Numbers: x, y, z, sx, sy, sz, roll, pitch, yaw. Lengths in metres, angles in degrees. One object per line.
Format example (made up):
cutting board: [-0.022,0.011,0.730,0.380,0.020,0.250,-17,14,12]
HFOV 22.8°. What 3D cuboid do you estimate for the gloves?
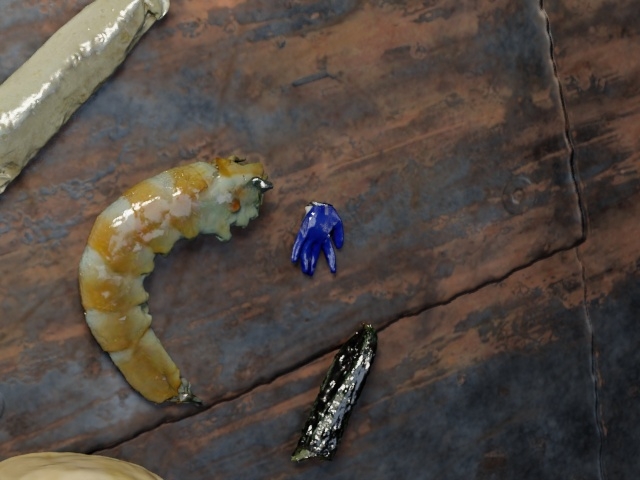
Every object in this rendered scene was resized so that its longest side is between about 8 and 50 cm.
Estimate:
gloves: [0.000,0.000,1.807,0.064,0.026,0.086,13,94,-31]

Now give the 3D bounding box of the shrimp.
shrimp: [-0.170,0.040,1.702,0.185,0.068,0.287,10,97,-27]

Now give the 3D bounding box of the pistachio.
pistachio: [-0.262,0.296,1.669,0.229,0.157,0.157,0,100,-40]

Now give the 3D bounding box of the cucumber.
cucumber: [0.021,0.180,1.843,0.053,0.053,0.181,27,84,-29]

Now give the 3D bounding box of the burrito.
burrito: [-0.264,-0.168,1.619,0.275,0.059,0.082,-48,124,-12]
